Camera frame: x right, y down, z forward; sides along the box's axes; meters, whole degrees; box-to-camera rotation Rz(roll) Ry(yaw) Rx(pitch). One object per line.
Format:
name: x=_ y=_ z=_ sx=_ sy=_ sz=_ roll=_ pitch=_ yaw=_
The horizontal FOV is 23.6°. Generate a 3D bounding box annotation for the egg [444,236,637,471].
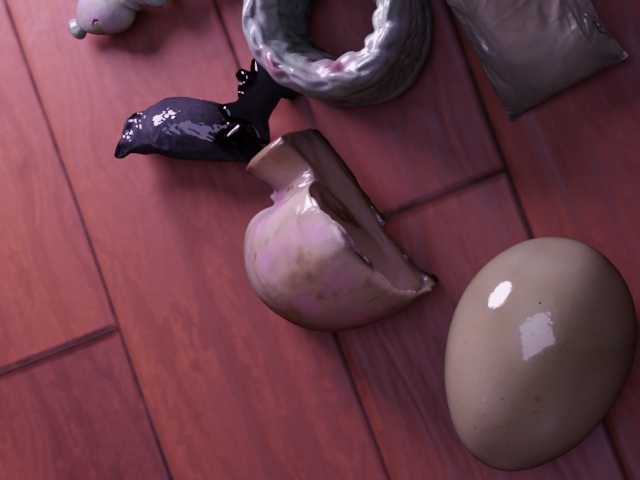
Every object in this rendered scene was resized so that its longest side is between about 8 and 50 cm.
egg: x=0.222 y=0.119 z=1.579 sx=0.189 sy=0.188 sz=0.253 roll=22 pitch=104 yaw=16

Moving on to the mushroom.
mushroom: x=-0.020 y=0.019 z=1.648 sx=0.173 sy=0.162 sz=0.236 roll=-37 pitch=93 yaw=17

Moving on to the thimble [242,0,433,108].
thimble: x=0.019 y=-0.253 z=1.672 sx=0.185 sy=0.149 sz=0.211 roll=-7 pitch=86 yaw=19

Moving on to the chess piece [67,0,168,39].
chess piece: x=-0.190 y=-0.311 z=1.764 sx=0.272 sy=0.139 sz=0.139 roll=-32 pitch=80 yaw=26

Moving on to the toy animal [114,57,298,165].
toy animal: x=-0.131 y=-0.125 z=1.764 sx=0.210 sy=0.121 sz=0.117 roll=-13 pitch=130 yaw=33

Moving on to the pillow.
pillow: x=0.211 y=-0.253 z=1.623 sx=0.148 sy=0.050 sz=0.229 roll=-25 pitch=106 yaw=25
